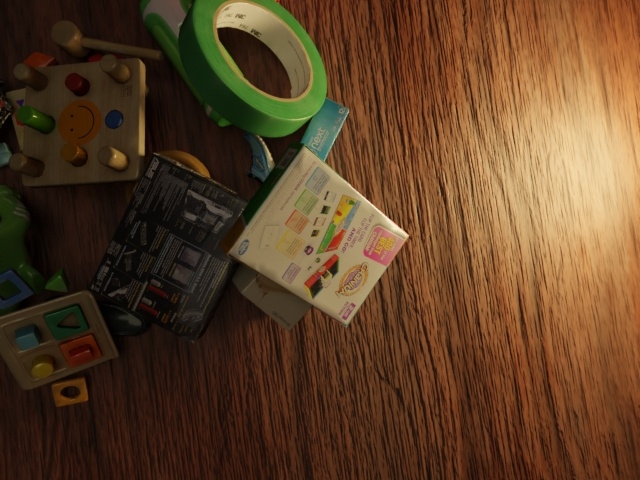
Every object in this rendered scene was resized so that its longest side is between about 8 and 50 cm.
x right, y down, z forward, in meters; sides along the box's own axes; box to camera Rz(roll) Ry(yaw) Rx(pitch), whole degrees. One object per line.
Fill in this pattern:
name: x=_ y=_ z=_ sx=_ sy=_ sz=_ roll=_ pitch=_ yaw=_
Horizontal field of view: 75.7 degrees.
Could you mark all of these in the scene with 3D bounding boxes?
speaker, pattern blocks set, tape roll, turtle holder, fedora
speaker: x=-0.271 y=-0.410 z=0.923 sx=0.131 sy=0.131 sz=0.297 roll=-35 pitch=92 yaw=-7
pattern blocks set: x=-0.593 y=-0.282 z=0.930 sx=0.324 sy=0.026 sz=0.286 roll=-7 pitch=88 yaw=-7
tape roll: x=-0.133 y=-0.381 z=0.879 sx=0.321 sy=0.077 sz=0.322 roll=18 pitch=61 yaw=-35
turtle holder: x=-0.718 y=0.045 z=0.797 sx=0.227 sy=0.243 sz=0.321 roll=19 pitch=98 yaw=21
fedora: x=-0.328 y=-0.105 z=0.917 sx=0.194 sy=0.079 sz=0.195 roll=0 pitch=90 yaw=3

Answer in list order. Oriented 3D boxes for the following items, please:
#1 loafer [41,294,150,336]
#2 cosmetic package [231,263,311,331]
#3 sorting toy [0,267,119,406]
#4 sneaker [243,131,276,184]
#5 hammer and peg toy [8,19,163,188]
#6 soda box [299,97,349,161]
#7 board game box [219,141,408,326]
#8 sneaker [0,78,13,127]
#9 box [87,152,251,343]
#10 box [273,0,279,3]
loafer: x=-0.491 y=0.169 z=0.898 sx=0.223 sy=0.078 sz=0.076 roll=13 pitch=87 yaw=-6
cosmetic package: x=-0.033 y=0.026 z=0.917 sx=0.309 sy=0.113 sz=0.160 roll=-49 pitch=120 yaw=-7
sorting toy: x=-0.532 y=0.209 z=0.826 sx=0.195 sy=0.047 sz=0.348 roll=-17 pitch=120 yaw=-18
sneaker: x=-0.145 y=-0.178 z=0.962 sx=0.073 sy=0.063 sz=0.162 roll=-25 pitch=91 yaw=-4
hammer and peg toy: x=-0.476 y=-0.291 z=0.840 sx=0.265 sy=0.127 sz=0.362 roll=-2 pitch=84 yaw=6
soda box: x=-0.011 y=-0.225 z=0.977 sx=0.071 sy=0.067 sz=0.210 roll=26 pitch=85 yaw=-5
board game box: x=0.000 y=0.000 z=0.823 sx=0.316 sy=0.064 sz=0.242 roll=37 pitch=87 yaw=-30
sneaker: x=-0.694 y=-0.276 z=0.877 sx=0.064 sy=0.061 sz=0.158 roll=-4 pitch=89 yaw=-13
box: x=-0.287 y=0.014 z=0.839 sx=0.242 sy=0.076 sz=0.308 roll=26 pitch=93 yaw=0
box: x=-0.164 y=-0.546 z=0.958 sx=0.136 sy=0.094 sz=0.027 roll=-1 pitch=80 yaw=-6
